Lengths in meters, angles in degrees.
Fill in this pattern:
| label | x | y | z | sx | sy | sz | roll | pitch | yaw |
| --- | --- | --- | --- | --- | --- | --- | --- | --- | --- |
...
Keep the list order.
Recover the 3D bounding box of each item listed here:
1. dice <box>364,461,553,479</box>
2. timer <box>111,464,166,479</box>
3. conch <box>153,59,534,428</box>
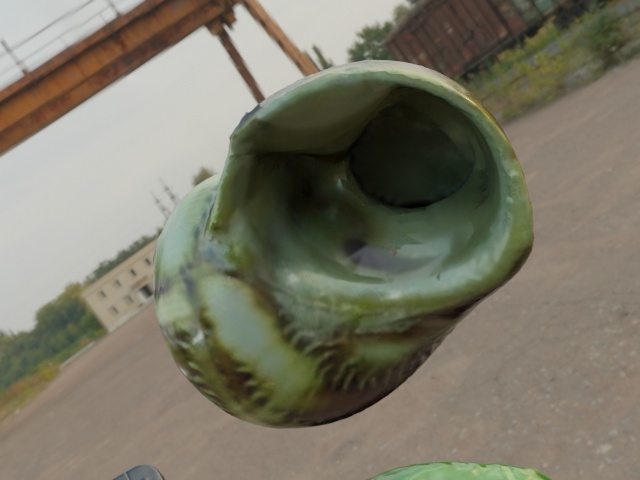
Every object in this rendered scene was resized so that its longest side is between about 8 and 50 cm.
| label | x | y | z | sx | sy | sz | roll | pitch | yaw |
| --- | --- | --- | --- | --- | --- | --- | --- | --- | --- |
| dice | 0.162 | 0.448 | 0.929 | 0.300 | 0.287 | 0.297 | -95 | 13 | -44 |
| timer | -0.192 | 0.297 | 0.694 | 0.187 | 0.144 | 0.055 | -31 | -41 | -15 |
| conch | -0.001 | -0.002 | 0.384 | 0.182 | 0.187 | 0.124 | -12 | 33 | 4 |
